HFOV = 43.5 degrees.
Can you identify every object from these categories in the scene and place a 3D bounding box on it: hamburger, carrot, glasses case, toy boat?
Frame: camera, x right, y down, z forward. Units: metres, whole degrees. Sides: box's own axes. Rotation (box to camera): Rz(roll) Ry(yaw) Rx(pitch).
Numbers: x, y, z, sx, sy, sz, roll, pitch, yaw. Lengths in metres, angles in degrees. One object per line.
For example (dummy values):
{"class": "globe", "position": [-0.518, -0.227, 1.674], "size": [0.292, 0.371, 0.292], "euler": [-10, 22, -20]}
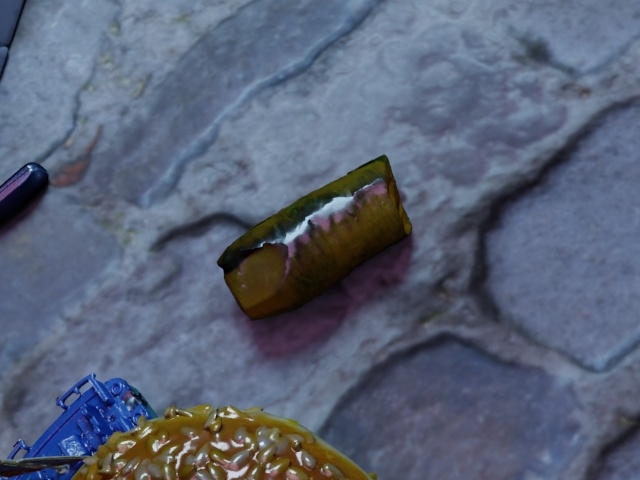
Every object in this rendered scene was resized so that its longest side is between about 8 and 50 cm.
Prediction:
{"class": "hamburger", "position": [-0.065, 0.249, 0.537], "size": [0.291, 0.225, 0.291], "euler": [-1, 78, 4]}
{"class": "carrot", "position": [0.000, 0.000, 0.671], "size": [0.173, 0.082, 0.082], "euler": [-31, 75, -4]}
{"class": "glasses case", "position": [-0.281, -0.036, 0.725], "size": [0.083, 0.033, 0.023], "euler": [-43, 87, -7]}
{"class": "toy boat", "position": [-0.217, 0.175, 0.622], "size": [0.175, 0.110, 0.091], "euler": [-45, 59, -3]}

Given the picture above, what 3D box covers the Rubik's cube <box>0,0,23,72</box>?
{"class": "Rubik's cube", "position": [-0.416, -0.216, 0.684], "size": [0.225, 0.221, 0.231], "euler": [11, 76, 7]}
